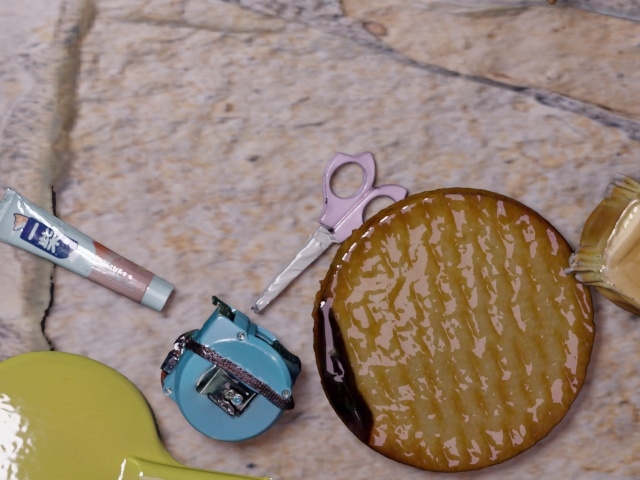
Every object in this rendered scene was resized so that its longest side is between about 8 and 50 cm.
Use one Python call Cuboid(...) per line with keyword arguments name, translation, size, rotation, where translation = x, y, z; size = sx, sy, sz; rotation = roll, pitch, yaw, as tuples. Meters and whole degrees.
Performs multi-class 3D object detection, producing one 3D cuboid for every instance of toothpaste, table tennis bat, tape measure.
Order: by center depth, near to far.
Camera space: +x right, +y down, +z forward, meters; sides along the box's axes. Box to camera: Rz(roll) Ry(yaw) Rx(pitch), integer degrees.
Cuboid(name="toothpaste", translation=(-0.255, 0.016, 1.896), size=(0.205, 0.036, 0.056), rotation=(28, 92, -4))
Cuboid(name="table tennis bat", translation=(-0.221, 0.244, 1.897), size=(0.369, 0.054, 0.224), rotation=(13, 74, -7))
Cuboid(name="tape measure", translation=(-0.096, 0.148, 1.905), size=(0.146, 0.081, 0.125), rotation=(36, 102, -8))

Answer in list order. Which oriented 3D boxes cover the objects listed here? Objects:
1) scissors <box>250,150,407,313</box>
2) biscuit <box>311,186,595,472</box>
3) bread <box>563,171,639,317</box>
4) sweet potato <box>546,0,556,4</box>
Cuboid(name="scissors", translation=(0.000, 0.000, 1.926), size=(0.110, 0.021, 0.212), rotation=(44, 91, -12))
Cuboid(name="biscuit", translation=(0.147, 0.098, 1.938), size=(0.318, 0.040, 0.317), rotation=(-1, 99, -9))
Cuboid(name="bread", translation=(0.396, 0.036, 1.922), size=(0.241, 0.107, 0.136), rotation=(29, 88, -13))
Cuboid(name="sweet potato", translation=(0.289, -0.421, 1.873), size=(0.106, 0.095, 0.354), rotation=(30, 92, 36))
